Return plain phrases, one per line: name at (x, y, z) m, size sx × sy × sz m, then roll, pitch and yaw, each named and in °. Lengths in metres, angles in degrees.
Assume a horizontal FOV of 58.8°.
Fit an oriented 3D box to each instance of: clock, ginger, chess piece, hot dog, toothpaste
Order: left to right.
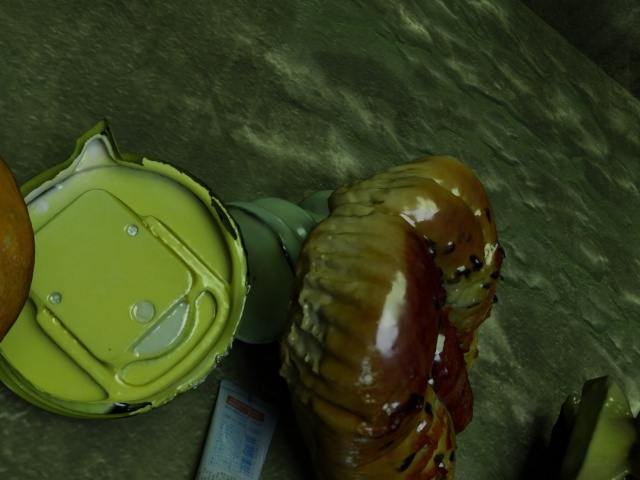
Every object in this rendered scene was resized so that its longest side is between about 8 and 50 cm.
clock at (-0.219, 0.042, 0.607) m, size 0.277 × 0.071 × 0.293 m, roll -39°, pitch 81°, yaw -15°
toothpaste at (-0.104, 0.268, 0.626) m, size 0.089 × 0.057 × 0.234 m, roll 35°, pitch 42°, yaw -18°
chess piece at (0.000, 0.000, 0.790) m, size 0.330 × 0.182 × 0.182 m, roll -24°, pitch 80°, yaw -49°
hot dog at (0.096, 0.100, 0.651) m, size 0.367 × 0.196 × 0.365 m, roll -57°, pitch 143°, yaw -42°
ginger at (0.447, 0.410, 0.783) m, size 0.358 × 0.211 × 0.413 m, roll -1°, pitch 72°, yaw -55°

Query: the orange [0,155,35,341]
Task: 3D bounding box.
orange at (-0.379, 0.008, 0.438) m, size 0.284 × 0.226 × 0.283 m, roll 7°, pitch 65°, yaw -15°
